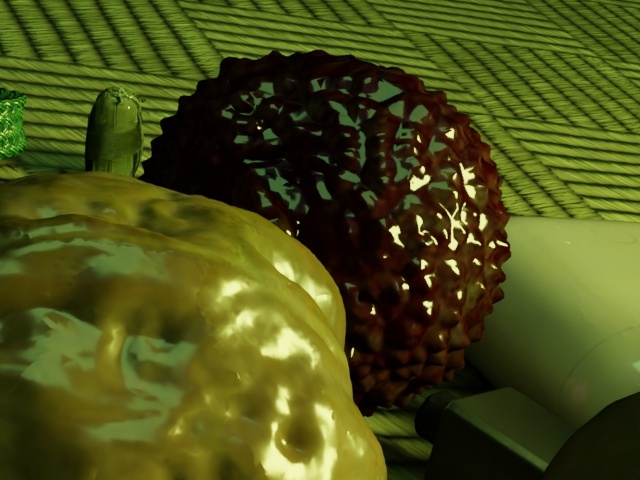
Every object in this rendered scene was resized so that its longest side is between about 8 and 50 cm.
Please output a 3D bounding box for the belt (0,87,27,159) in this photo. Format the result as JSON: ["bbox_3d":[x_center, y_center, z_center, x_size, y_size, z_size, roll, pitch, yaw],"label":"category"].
[{"bbox_3d":[-0.342,-0.104,1.760,0.121,0.079,0.151,4,10,0],"label":"belt"}]

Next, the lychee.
[{"bbox_3d":[0.000,0.000,1.431,0.306,0.306,0.330,22,0,20],"label":"lychee"}]

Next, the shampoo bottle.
[{"bbox_3d":[0.166,0.183,1.349,0.079,0.080,0.246,-7,29,-45],"label":"shampoo bottle"}]

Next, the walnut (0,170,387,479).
[{"bbox_3d":[-0.145,0.106,1.069,0.344,0.306,0.306,0,25,-20],"label":"walnut"}]

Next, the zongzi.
[{"bbox_3d":[-0.196,-0.110,1.811,0.055,0.109,0.119,10,21,1],"label":"zongzi"}]

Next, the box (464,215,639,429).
[{"bbox_3d":[0.273,0.091,1.562,0.289,0.141,0.349,4,24,-29],"label":"box"}]

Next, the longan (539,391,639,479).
[{"bbox_3d":[0.237,0.211,1.109,0.258,0.258,0.258,12,21,-5],"label":"longan"}]
